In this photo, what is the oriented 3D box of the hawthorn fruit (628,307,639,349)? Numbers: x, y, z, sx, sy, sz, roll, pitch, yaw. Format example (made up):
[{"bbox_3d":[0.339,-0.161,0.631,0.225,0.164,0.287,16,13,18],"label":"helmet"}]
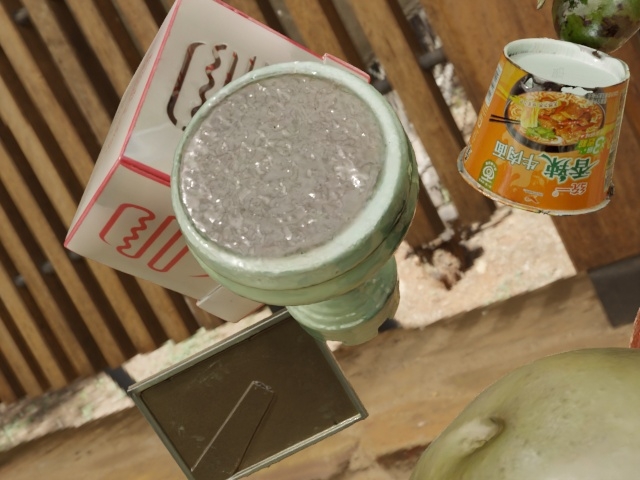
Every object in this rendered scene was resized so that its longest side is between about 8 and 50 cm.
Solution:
[{"bbox_3d":[0.524,0.149,1.002,0.284,0.284,0.284,-27,7,4],"label":"hawthorn fruit"}]

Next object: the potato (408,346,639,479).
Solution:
[{"bbox_3d":[0.201,0.192,0.397,0.221,0.326,0.243,136,157,-81],"label":"potato"}]

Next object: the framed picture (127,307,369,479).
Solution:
[{"bbox_3d":[-0.104,0.237,1.171,0.289,0.213,0.016,-28,16,7],"label":"framed picture"}]

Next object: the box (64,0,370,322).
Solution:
[{"bbox_3d":[-0.149,-0.109,1.146,0.312,0.299,0.315,-37,35,54],"label":"box"}]

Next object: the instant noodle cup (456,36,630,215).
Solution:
[{"bbox_3d":[0.323,-0.169,1.130,0.230,0.182,0.230,5,33,-3],"label":"instant noodle cup"}]

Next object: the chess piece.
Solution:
[{"bbox_3d":[0.000,0.000,0.723,0.194,0.195,0.299,-27,-26,-1],"label":"chess piece"}]

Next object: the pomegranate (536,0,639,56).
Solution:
[{"bbox_3d":[0.392,-0.343,1.159,0.169,0.149,0.148,3,-11,-32],"label":"pomegranate"}]
